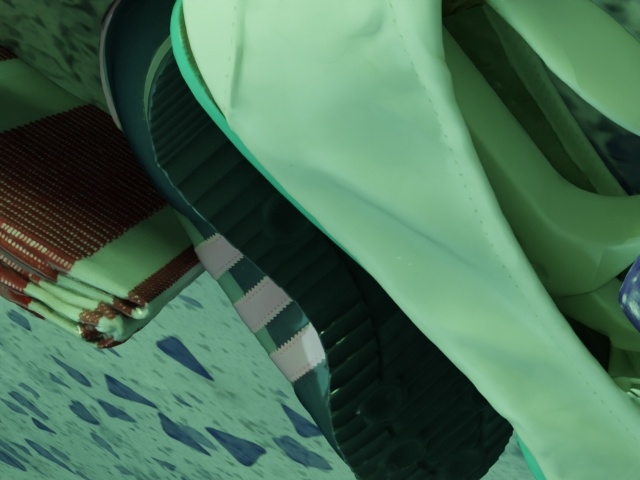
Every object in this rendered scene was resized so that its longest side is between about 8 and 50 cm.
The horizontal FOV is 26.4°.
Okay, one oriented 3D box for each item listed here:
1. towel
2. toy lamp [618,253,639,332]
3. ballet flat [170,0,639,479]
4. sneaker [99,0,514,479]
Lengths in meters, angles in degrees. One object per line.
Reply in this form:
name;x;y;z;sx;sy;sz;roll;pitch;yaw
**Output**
towel;-0.198;-0.069;0.683;0.329;0.037;0.237;32;-164;2
toy lamp;0.215;0.078;0.406;0.275;0.080;0.080;38;159;17
ballet flat;0.111;0.017;0.528;0.400;0.139;0.139;46;153;-26
sneaker;0.000;0.000;0.662;0.131;0.112;0.319;45;166;52
